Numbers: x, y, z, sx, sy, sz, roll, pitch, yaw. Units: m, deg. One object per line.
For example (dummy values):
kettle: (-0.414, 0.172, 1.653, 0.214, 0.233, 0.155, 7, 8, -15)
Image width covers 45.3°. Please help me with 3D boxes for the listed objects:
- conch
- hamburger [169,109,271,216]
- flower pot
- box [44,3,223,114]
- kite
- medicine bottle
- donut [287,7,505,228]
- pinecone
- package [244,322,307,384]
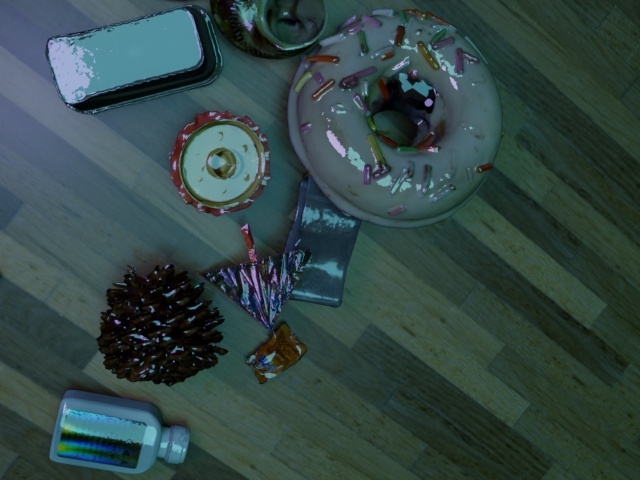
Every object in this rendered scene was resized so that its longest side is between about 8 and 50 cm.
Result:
conch: (-0.086, -0.386, 1.257, 0.187, 0.124, 0.182, -9, 95, 0)
hamburger: (-0.171, -0.128, 1.278, 0.175, 0.137, 0.175, -2, 96, -15)
flower pot: (0.000, 0.000, 1.349, 0.108, 0.103, 0.229, 13, 95, -13)
box: (-0.290, -0.285, 1.209, 0.274, 0.178, 0.138, -18, 102, -7)
kite: (-0.113, 0.065, 1.314, 0.232, 0.009, 0.189, -16, 83, 23)
medicine bottle: (-0.348, 0.342, 1.348, 0.228, 0.083, 0.121, 13, 98, -11)
donut: (0.137, -0.211, 1.274, 0.382, 0.142, 0.383, 2, 80, -13)
pinecone: (-0.263, 0.139, 1.271, 0.221, 0.221, 0.222, -2, 99, -11)
package: (-0.083, 0.208, 1.403, 0.110, 0.033, 0.077, -38, 94, -8)
